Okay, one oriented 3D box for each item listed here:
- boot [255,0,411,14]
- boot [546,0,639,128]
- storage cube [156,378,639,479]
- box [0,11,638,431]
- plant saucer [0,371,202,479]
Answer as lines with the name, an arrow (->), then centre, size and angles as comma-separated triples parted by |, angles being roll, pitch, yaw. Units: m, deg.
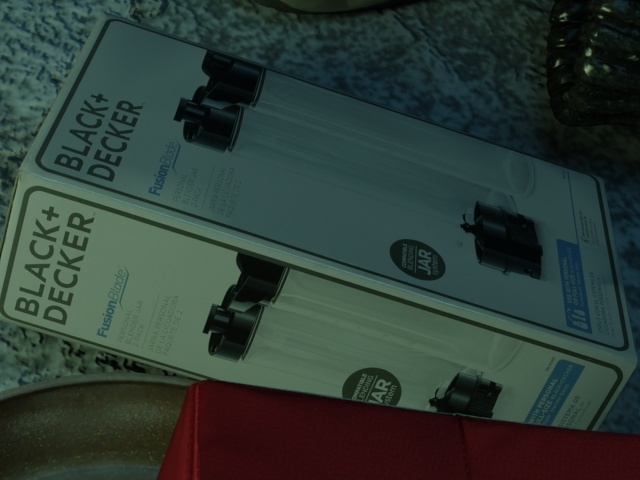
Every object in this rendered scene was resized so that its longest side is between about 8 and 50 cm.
boot -> 0.125, -0.296, 0.790 | 0.377, 0.284, 0.138 | -16, 62, -28
boot -> 0.269, -0.060, 0.751 | 0.260, 0.131, 0.348 | 11, 55, -15
storage cube -> 0.028, 0.180, 0.409 | 0.184, 0.215, 0.193 | 8, 48, -13
box -> 0.000, 0.000, 0.636 | 0.290, 0.087, 0.169 | 18, 35, -5
plant saucer -> -0.075, 0.201, 0.519 | 0.311, 0.050, 0.310 | 9, 54, -13
